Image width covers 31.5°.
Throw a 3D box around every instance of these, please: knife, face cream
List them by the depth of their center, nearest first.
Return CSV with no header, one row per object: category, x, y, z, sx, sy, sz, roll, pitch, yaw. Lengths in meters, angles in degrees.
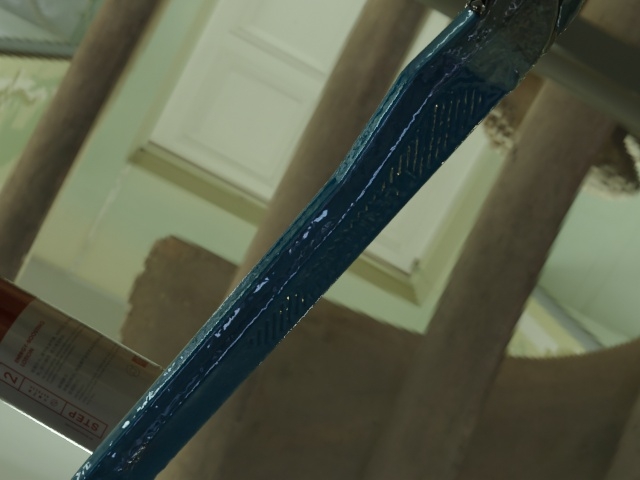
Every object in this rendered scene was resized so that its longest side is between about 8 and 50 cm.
knife,-0.001,-0.001,0.428,0.044,0.296,0.026,28,-162,-52
face cream,-0.252,0.102,1.000,0.214,0.096,0.096,30,-168,-1
